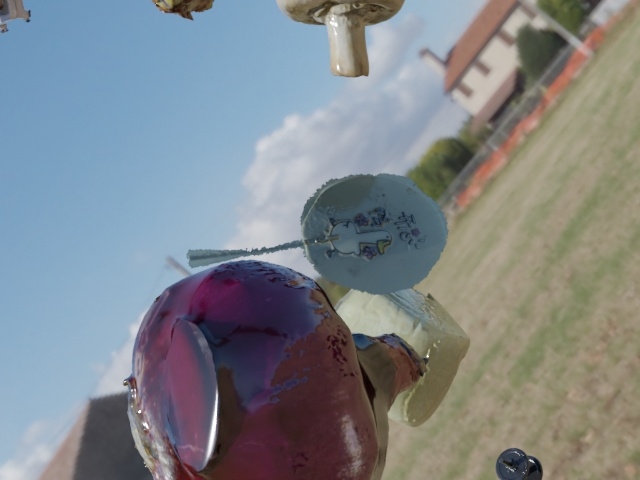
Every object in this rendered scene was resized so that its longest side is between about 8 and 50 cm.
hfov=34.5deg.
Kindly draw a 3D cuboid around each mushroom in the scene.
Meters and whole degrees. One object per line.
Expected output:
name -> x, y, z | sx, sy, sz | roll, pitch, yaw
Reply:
mushroom -> 0.034, -0.358, 1.604 | 0.207, 0.207, 0.215 | -24, -70, -82

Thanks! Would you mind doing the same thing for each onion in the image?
onion -> -0.019, 0.211, 1.317 | 0.420, 0.398, 0.398 | -7, -25, -25

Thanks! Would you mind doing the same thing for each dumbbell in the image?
dumbbell -> 0.367, 0.423, 1.903 | 0.069, 0.069, 0.147 | -50, -46, 6

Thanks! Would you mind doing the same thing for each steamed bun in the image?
steamed bun -> 0.138, 0.237, 2.187 | 0.273, 0.272, 0.290 | 28, 103, 52

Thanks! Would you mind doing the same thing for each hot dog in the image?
hot dog -> -0.256, -0.455, 1.778 | 0.103, 0.146, 0.213 | -5, 4, 22

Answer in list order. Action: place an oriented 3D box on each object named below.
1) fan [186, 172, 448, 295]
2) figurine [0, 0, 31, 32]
fan -> 0.000, -0.001, 1.600 | 0.415, 0.233, 0.012 | -11, -34, -11
figurine -> -0.645, -0.406, 1.784 | 0.257, 0.182, 0.144 | -20, -58, -39
